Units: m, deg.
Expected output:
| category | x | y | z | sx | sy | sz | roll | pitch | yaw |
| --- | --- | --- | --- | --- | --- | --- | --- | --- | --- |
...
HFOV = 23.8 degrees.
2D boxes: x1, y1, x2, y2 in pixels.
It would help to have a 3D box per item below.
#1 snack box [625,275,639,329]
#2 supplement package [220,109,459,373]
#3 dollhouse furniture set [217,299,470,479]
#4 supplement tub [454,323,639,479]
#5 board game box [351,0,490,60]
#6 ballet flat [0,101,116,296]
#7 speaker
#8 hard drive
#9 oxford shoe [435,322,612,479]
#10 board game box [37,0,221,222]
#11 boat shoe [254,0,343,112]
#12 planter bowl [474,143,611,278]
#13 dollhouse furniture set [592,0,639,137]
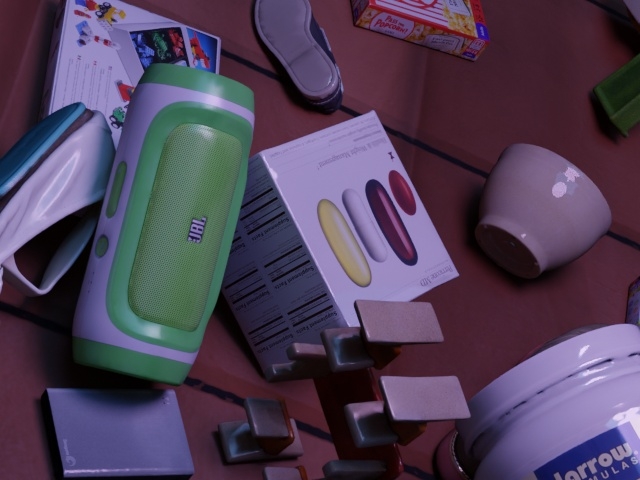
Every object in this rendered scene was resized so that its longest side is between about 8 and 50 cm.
| category | x | y | z | sx | sy | sz | roll | pitch | yaw |
| --- | --- | --- | --- | --- | --- | --- | --- | --- | --- |
| snack box | 0.459 | 0.113 | 1.939 | 0.141 | 0.037 | 0.100 | 29 | 42 | -10 |
| supplement package | 0.000 | 0.000 | 1.604 | 0.194 | 0.149 | 0.203 | -25 | 87 | -46 |
| dollhouse furniture set | 0.047 | 0.212 | 1.411 | 0.135 | 0.262 | 0.259 | 2 | 58 | -36 |
| supplement tub | 0.281 | 0.264 | 1.373 | 0.235 | 0.235 | 0.324 | -8 | 61 | -39 |
| board game box | 0.131 | -0.336 | 2.100 | 0.194 | 0.045 | 0.146 | 12 | 48 | -26 |
| ballet flat | -0.317 | 0.019 | 1.425 | 0.139 | 0.139 | 0.400 | 42 | 52 | 4 |
| speaker | -0.151 | -0.014 | 1.469 | 0.131 | 0.131 | 0.296 | 16 | 84 | -23 |
| hard drive | -0.194 | 0.186 | 1.444 | 0.135 | 0.022 | 0.094 | 4 | 53 | -32 |
| oxford shoe | 0.271 | 0.174 | 1.690 | 0.123 | 0.130 | 0.348 | 45 | 43 | 8 |
| board game box | -0.212 | -0.142 | 1.692 | 0.193 | 0.053 | 0.305 | 19 | 46 | -20 |
| boat shoe | -0.026 | -0.243 | 1.919 | 0.206 | 0.075 | 0.065 | 65 | 5 | 33 |
| planter bowl | 0.257 | -0.023 | 1.850 | 0.162 | 0.162 | 0.109 | 39 | 70 | 1 |
| dollhouse furniture set | 0.503 | -0.237 | 2.255 | 0.197 | 0.151 | 0.301 | 41 | 20 | -28 |
